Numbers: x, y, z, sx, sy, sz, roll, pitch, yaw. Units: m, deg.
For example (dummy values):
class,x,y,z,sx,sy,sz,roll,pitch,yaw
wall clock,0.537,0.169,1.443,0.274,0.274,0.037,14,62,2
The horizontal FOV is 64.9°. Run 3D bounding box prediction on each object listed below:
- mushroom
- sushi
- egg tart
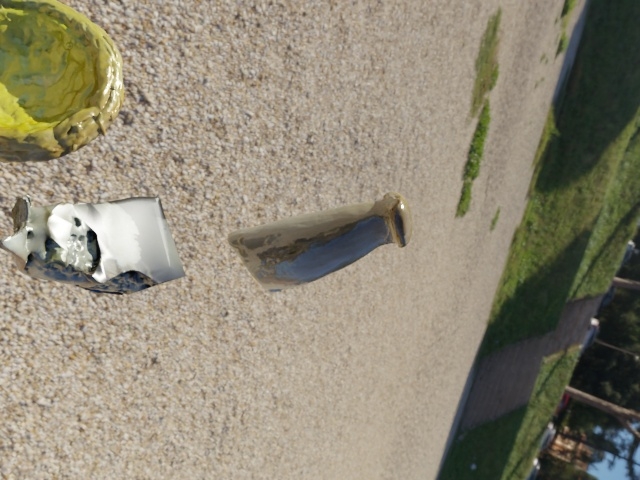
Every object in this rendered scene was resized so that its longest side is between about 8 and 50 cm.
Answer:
class,x,y,z,sx,sy,sz,roll,pitch,yaw
mushroom,-0.001,0.009,1.087,0.137,0.407,0.154,31,47,-71
sushi,-0.324,0.019,0.680,0.273,0.109,0.134,-8,78,-64
egg tart,-0.523,-0.275,0.899,0.345,0.345,0.132,-57,-178,-27
